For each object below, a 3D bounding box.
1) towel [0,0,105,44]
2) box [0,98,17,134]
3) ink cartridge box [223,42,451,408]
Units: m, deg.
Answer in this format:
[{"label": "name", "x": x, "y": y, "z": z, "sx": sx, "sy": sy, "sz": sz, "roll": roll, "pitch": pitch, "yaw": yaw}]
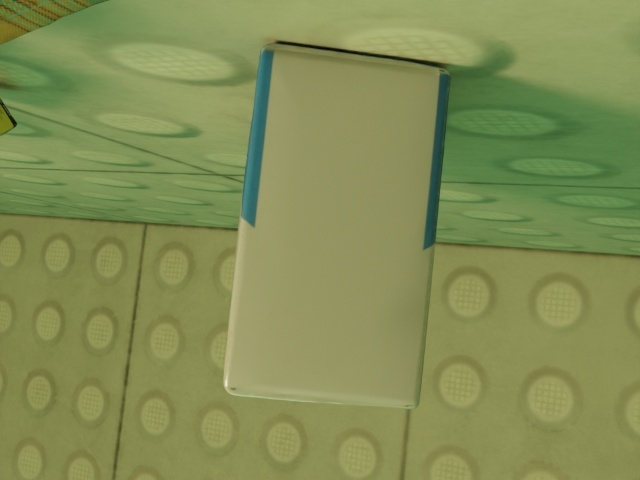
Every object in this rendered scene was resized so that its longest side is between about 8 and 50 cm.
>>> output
[{"label": "towel", "x": -0.218, "y": -0.131, "z": 0.316, "sx": 0.370, "sy": 0.040, "sz": 0.271, "roll": -15, "pitch": 164, "yaw": 23}, {"label": "box", "x": -0.396, "y": -0.103, "z": 0.885, "sx": 0.087, "sy": 0.058, "sz": 0.232, "roll": -27, "pitch": -164, "yaw": 9}, {"label": "ink cartridge box", "x": 0.000, "y": 0.000, "z": 0.880, "sx": 0.166, "sy": 0.285, "sz": 0.395, "roll": 6, "pitch": 176, "yaw": -4}]
